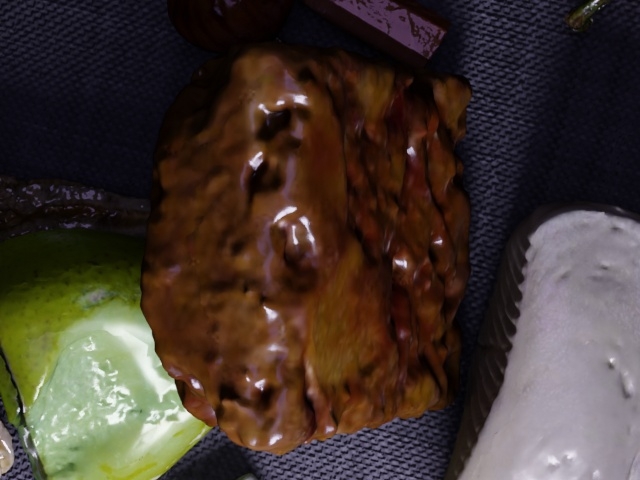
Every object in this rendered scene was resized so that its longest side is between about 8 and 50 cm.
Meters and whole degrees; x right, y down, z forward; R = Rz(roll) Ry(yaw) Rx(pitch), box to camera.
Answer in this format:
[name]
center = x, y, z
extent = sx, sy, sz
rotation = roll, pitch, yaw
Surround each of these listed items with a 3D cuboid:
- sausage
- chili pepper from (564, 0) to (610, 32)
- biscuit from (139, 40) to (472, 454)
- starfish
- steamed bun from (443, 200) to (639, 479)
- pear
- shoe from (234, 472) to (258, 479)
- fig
[sausage]
center = 0.041, -0.229, 1.706
extent = 0.169, 0.065, 0.065
rotation = 30, 92, 0
[chili pepper]
center = 0.388, -0.334, 1.667
extent = 0.387, 0.110, 0.110
rotation = -42, 88, -2
[biscuit]
center = 0.000, 0.000, 1.552
extent = 0.166, 0.395, 0.342
rotation = 5, 91, 27
[starfish]
center = -0.339, -0.016, 1.713
extent = 0.324, 0.082, 0.432
rotation = -36, 90, 4
[steamed bun]
center = 0.247, 0.165, 1.606
extent = 0.236, 0.247, 0.383
rotation = 17, 90, 4
[pear]
center = -0.175, 0.119, 1.626
extent = 0.292, 0.159, 0.292
rotation = -11, 117, -22
[shoe]
center = -0.141, 0.345, 1.702
extent = 0.265, 0.095, 0.110
rotation = -40, 89, 0
[fig]
center = -0.071, -0.237, 1.688
extent = 0.150, 0.128, 0.128
rotation = 7, 91, -24
